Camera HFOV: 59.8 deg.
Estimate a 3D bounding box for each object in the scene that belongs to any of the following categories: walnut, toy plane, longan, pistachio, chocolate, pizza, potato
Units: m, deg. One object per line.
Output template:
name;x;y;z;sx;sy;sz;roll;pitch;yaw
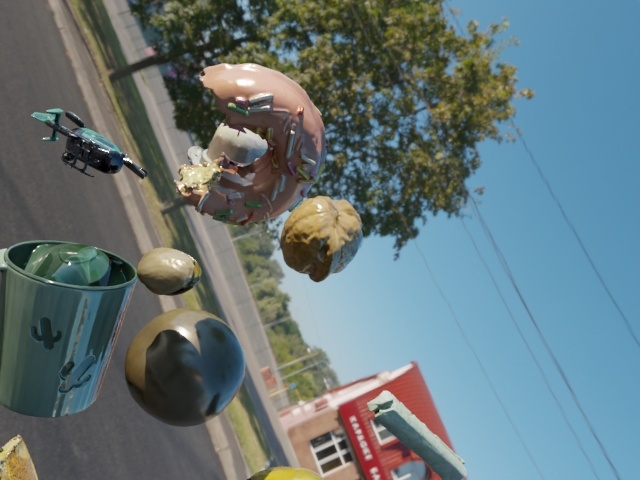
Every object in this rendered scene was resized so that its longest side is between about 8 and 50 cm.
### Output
walnut;0.000;0.000;1.572;0.257;0.224;0.257;-178;-90;-69
toy plane;-0.683;-0.283;1.596;0.107;0.381;0.155;-67;167;23
longan;-0.346;0.332;1.457;0.319;0.318;0.319;158;-90;-82
pistachio;-0.341;0.071;1.251;0.113;0.149;0.113;1;90;-79
chocolate;-0.180;-0.203;1.246;0.221;0.221;0.147;-128;-128;-64
pizza;-0.575;0.517;1.024;0.223;0.089;0.324;92;-27;-65
potato;-0.110;0.670;1.463;0.300;0.172;0.140;-31;-103;48

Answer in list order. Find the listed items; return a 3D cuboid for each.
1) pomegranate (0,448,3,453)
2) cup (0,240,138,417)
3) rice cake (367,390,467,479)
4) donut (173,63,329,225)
pomegranate;-0.883;0.652;1.360;0.302;0.235;0.236;-45;121;-54
cup;-0.707;0.200;1.428;0.310;0.400;0.393;-74;-178;-79
rice cake;0.243;0.489;1.374;0.336;0.066;0.063;46;16;-19
donut;-0.090;-0.115;0.764;0.085;0.198;0.233;-93;-159;-55
